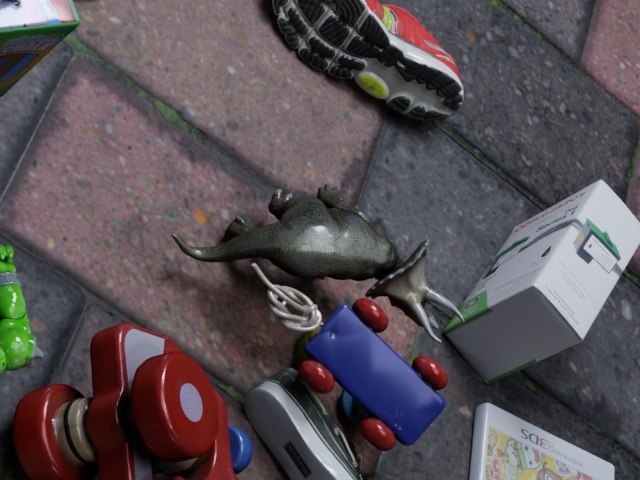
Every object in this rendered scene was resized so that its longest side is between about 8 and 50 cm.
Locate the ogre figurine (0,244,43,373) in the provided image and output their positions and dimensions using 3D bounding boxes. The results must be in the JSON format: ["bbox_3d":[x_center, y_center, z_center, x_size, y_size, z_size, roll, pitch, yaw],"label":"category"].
[{"bbox_3d":[-0.337,0.087,1.656,0.118,0.097,0.197,54,33,11],"label":"ogre figurine"}]

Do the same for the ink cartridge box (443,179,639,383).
[{"bbox_3d":[0.263,0.046,2.143,0.092,0.160,0.219,48,45,-11],"label":"ink cartridge box"}]

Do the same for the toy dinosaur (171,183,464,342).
[{"bbox_3d":[0.000,0.000,1.932,0.313,0.160,0.121,19,91,-34],"label":"toy dinosaur"}]

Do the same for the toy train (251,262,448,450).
[{"bbox_3d":[0.008,0.107,1.911,0.248,0.143,0.105,44,78,-9],"label":"toy train"}]

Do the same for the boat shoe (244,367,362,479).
[{"bbox_3d":[0.010,0.229,1.890,0.070,0.078,0.219,-30,87,-45],"label":"boat shoe"}]

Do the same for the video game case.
[{"bbox_3d":[0.249,0.321,2.084,0.206,0.026,0.227,28,53,-27],"label":"video game case"}]

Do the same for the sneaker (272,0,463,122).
[{"bbox_3d":[0.053,-0.245,2.178,0.279,0.107,0.118,37,31,-25],"label":"sneaker"}]

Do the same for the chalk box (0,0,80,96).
[{"bbox_3d":[-0.326,-0.230,1.743,0.132,0.213,0.132,-12,77,-43],"label":"chalk box"}]

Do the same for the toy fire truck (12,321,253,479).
[{"bbox_3d":[-0.141,0.239,1.721,0.254,0.169,0.302,29,48,-57],"label":"toy fire truck"}]
